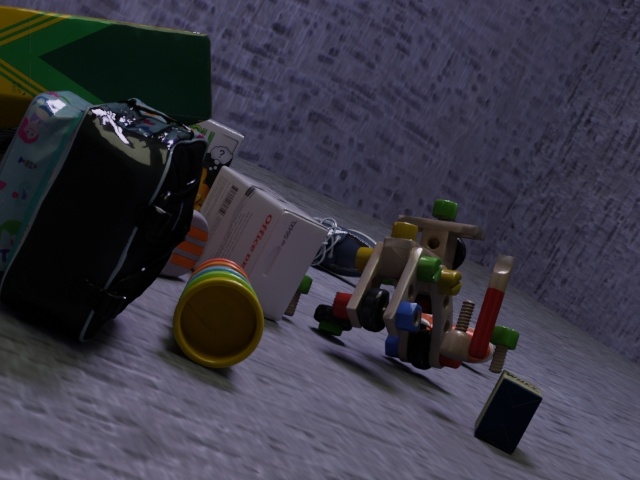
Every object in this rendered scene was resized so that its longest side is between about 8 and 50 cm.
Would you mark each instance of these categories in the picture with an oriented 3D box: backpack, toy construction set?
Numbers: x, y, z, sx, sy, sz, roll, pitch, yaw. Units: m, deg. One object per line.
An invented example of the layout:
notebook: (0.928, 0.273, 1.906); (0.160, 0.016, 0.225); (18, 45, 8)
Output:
backpack: (-0.217, -0.037, 1.359); (0.191, 0.225, 0.253); (29, 13, 6)
toy construction set: (0.157, 0.041, 1.884); (0.257, 0.237, 0.309); (28, -15, -36)

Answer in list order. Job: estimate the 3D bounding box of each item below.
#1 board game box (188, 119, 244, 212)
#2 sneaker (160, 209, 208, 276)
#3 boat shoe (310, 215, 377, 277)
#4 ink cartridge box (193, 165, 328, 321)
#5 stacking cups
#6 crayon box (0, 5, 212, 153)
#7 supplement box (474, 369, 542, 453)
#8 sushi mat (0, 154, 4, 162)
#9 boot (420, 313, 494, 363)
board game box: (-0.289, -0.132, 2.021); (0.305, 0.193, 0.053); (24, 6, -20)
sneaker: (-0.289, -0.044, 1.733); (0.180, 0.124, 0.321); (25, -6, 28)
boat shoe: (0.000, 0.000, 2.570); (0.255, 0.095, 0.079); (27, 4, 21)
ink cartridge box: (-0.096, 0.003, 1.899); (0.086, 0.148, 0.203); (24, 7, -34)
stacking cups: (-0.109, 0.065, 1.570); (0.096, 0.096, 0.316); (26, 6, -5)
crayon box: (-0.349, -0.169, 1.557); (0.313, 0.106, 0.363); (1, -5, -35)
supplement box: (0.242, 0.220, 1.778); (0.056, 0.083, 0.083); (28, 5, 5)
sushi mat: (-0.354, -0.103, 1.888); (0.317, 0.019, 0.151); (26, -36, -7)
boot: (0.206, 0.163, 2.269); (0.158, 0.059, 0.085); (20, 6, 25)
